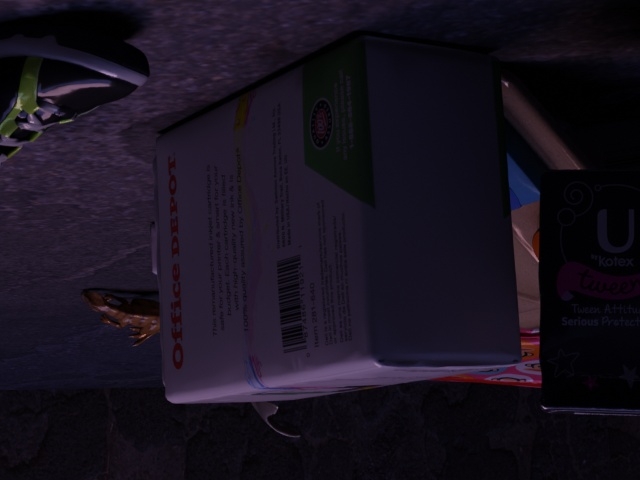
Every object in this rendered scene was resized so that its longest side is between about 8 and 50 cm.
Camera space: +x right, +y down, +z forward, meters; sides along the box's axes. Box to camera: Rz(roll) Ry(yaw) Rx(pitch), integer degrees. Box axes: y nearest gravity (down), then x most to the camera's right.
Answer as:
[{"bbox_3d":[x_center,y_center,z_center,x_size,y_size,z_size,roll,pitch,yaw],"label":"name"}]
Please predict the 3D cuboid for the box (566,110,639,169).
[{"bbox_3d":[0.279,-0.025,1.255,0.094,0.113,0.275,-9,168,18],"label":"box"}]

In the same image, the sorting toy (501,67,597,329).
[{"bbox_3d":[0.114,-0.008,1.141,0.229,0.041,0.307,44,154,-13],"label":"sorting toy"}]

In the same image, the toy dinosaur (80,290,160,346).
[{"bbox_3d":[-0.212,0.098,1.958,0.211,0.064,0.112,2,168,-29],"label":"toy dinosaur"}]

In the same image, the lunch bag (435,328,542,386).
[{"bbox_3d":[0.173,0.103,1.824,0.293,0.120,0.258,3,160,4],"label":"lunch bag"}]

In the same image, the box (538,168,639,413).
[{"bbox_3d":[0.255,0.034,0.899,0.247,0.142,0.163,1,173,9],"label":"box"}]

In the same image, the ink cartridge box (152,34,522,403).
[{"bbox_3d":[0.000,0.000,1.028,0.117,0.201,0.278,3,169,-32],"label":"ink cartridge box"}]

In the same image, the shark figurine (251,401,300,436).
[{"bbox_3d":[-0.048,0.111,1.904,0.166,0.278,0.116,23,136,16],"label":"shark figurine"}]

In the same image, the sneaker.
[{"bbox_3d":[-0.202,-0.063,0.899,0.234,0.097,0.084,-8,170,25],"label":"sneaker"}]

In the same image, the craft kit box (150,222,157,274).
[{"bbox_3d":[-0.030,0.017,1.577,0.246,0.061,0.250,-2,170,8],"label":"craft kit box"}]
